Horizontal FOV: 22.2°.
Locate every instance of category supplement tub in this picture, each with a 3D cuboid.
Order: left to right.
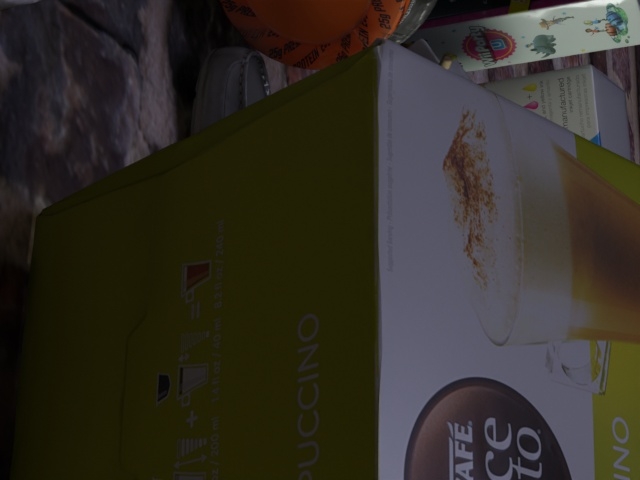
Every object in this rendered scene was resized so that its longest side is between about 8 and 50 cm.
[{"bbox_3d":[0.026,-0.286,1.462,0.338,0.207,0.207,-66,143,-61],"label":"supplement tub"}]

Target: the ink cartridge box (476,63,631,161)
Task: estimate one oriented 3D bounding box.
[{"bbox_3d":[0.235,-0.094,1.925,0.168,0.232,0.171,13,70,-66],"label":"ink cartridge box"}]

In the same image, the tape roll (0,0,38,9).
[{"bbox_3d":[-0.237,-0.268,0.940,0.286,0.100,0.286,-8,90,-69],"label":"tape roll"}]

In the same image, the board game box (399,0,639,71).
[{"bbox_3d":[0.206,-0.313,1.826,0.097,0.303,0.224,50,37,-54],"label":"board game box"}]

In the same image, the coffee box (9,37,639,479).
[{"bbox_3d":[0.032,0.129,1.032,0.334,0.338,0.338,21,60,-39],"label":"coffee box"}]

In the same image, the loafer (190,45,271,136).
[{"bbox_3d":[-0.034,-0.006,1.355,0.112,0.111,0.319,-20,102,-69],"label":"loafer"}]

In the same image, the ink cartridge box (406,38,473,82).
[{"bbox_3d":[0.132,-0.121,1.758,0.180,0.104,0.060,55,23,1],"label":"ink cartridge box"}]

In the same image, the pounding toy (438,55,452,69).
[{"bbox_3d":[0.090,-0.118,1.681,0.100,0.141,0.130,-27,108,-68],"label":"pounding toy"}]
